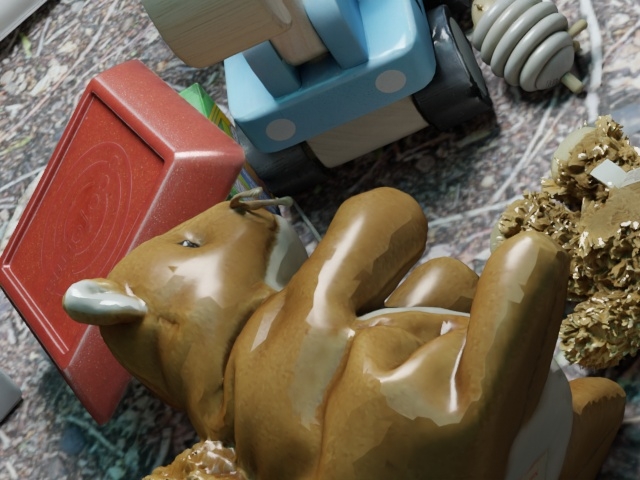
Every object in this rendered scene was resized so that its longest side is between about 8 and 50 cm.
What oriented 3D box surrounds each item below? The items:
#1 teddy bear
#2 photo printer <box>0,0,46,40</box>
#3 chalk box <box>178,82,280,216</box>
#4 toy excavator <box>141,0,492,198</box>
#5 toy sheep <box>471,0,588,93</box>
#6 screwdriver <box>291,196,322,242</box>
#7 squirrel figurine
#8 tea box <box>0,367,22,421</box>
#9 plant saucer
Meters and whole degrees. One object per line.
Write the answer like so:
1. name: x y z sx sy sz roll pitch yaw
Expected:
1. teddy bear: 0.272 0.002 1.317 0.338 0.113 0.245 0 47 43
2. photo printer: -0.410 -0.346 2.037 0.256 0.107 0.307 25 63 41
3. chalk box: -0.115 -0.013 1.552 0.132 0.132 0.213 -29 44 9
4. toy excavator: -0.036 -0.217 1.446 0.222 0.445 0.433 -23 46 16
5. toy sheep: 0.188 -0.179 1.533 0.132 0.091 0.091 41 81 21
6. screwdriver: 0.000 0.000 1.544 0.024 0.025 0.170 -36 43 1
7. squirrel figurine: -0.029 0.145 1.221 0.370 0.281 0.397 21 79 27
8. tea box: -0.514 0.141 1.542 0.220 0.323 0.329 25 70 44
9. plant saucer: -0.189 -0.013 1.459 0.258 0.048 0.259 -62 36 9
